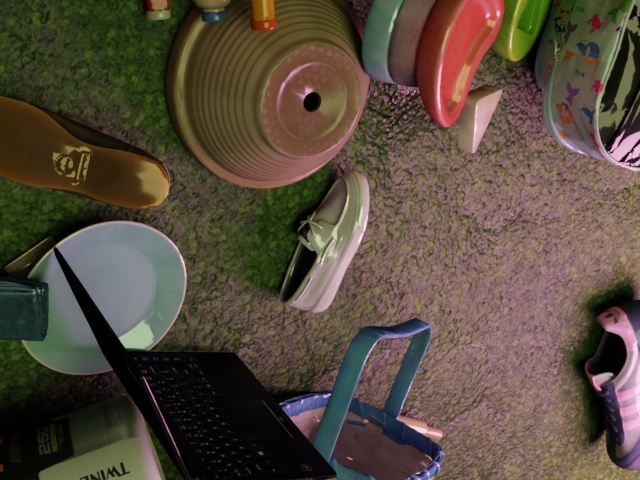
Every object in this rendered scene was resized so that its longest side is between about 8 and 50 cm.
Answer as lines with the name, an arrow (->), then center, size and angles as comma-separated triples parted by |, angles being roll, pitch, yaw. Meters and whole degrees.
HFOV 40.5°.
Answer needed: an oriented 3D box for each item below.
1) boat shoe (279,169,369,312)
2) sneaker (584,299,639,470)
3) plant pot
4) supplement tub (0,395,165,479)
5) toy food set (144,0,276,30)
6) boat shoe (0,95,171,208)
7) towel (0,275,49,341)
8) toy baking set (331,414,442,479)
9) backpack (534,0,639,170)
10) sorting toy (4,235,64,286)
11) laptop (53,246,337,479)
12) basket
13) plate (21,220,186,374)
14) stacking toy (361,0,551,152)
boat shoe -> 0.000, 0.000, 1.035 | 0.063, 0.066, 0.184 | 8, 117, -35
sneaker -> 0.488, 0.242, 1.431 | 0.131, 0.112, 0.319 | -4, 112, -12
plant pot -> -0.033, -0.157, 0.907 | 0.237, 0.109, 0.237 | -14, 119, -26
supplement tub -> -0.311, 0.296, 0.879 | 0.315, 0.193, 0.194 | -19, 121, -14
toy food set -> -0.156, -0.239, 0.788 | 0.232, 0.111, 0.105 | -12, 115, -20
boat shoe -> -0.245, -0.081, 0.833 | 0.207, 0.073, 0.073 | 23, 96, -16
towel -> -0.328, 0.067, 0.849 | 0.119, 0.029, 0.067 | 4, 113, -3
toy baking set -> 0.094, 0.340, 1.271 | 0.256, 0.030, 0.197 | 15, 106, -35
backpack -> 0.387, -0.220, 1.083 | 0.225, 0.191, 0.254 | 2, 104, -33
sorting toy -> -0.297, 0.041, 0.897 | 0.083, 0.012, 0.062 | -37, 126, -12
laptop -> -0.124, 0.126, 0.872 | 0.264, 0.234, 0.137 | 7, 113, -39
basket -> 0.045, 0.234, 1.051 | 0.289, 0.201, 0.254 | -65, 157, 7
plate -> -0.233, 0.060, 0.929 | 0.188, 0.024, 0.188 | -19, 127, -28
stacking toy -> 0.152, -0.272, 0.971 | 0.309, 0.130, 0.279 | -61, 157, -10
